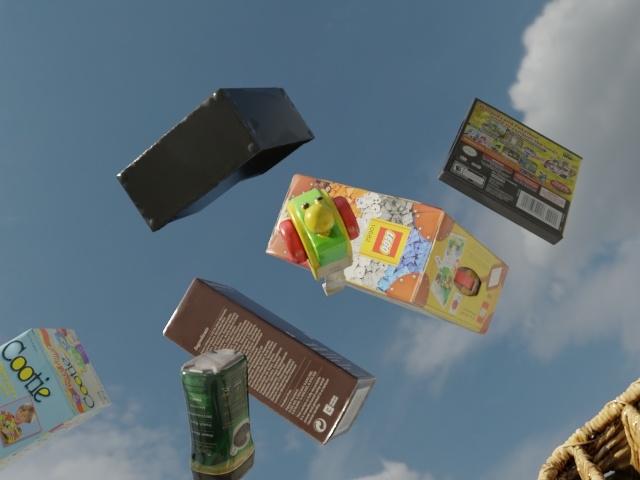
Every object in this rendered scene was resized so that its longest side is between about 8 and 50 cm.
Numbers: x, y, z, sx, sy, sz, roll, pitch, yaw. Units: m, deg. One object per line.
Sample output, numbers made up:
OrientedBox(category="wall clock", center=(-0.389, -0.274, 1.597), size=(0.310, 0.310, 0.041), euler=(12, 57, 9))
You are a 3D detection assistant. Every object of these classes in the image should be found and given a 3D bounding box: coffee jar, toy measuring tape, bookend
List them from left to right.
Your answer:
OrientedBox(category="coffee jar", center=(-0.144, 0.256, 0.892), size=(0.096, 0.079, 0.185), euler=(-22, -69, -63))
OrientedBox(category="bookend", center=(-0.108, -0.094, 0.689), size=(0.156, 0.072, 0.157), euler=(-33, 0, 24))
OrientedBox(category="toy measuring tape", center=(0.000, 0.000, 0.981), size=(0.121, 0.121, 0.330), euler=(-36, -15, -8))

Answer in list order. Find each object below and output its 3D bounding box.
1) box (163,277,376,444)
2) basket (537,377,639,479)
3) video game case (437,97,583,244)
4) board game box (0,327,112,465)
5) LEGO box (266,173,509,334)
OrientedBox(category="box", center=(-0.094, 0.229, 1.229), size=(0.143, 0.381, 0.191), euler=(-62, -17, -2))
OrientedBox(category="basket", center=(0.313, 0.251, 0.612), size=(0.213, 0.299, 0.223), euler=(-11, -94, 12))
OrientedBox(category="video game case", center=(0.403, -0.151, 1.308), size=(0.248, 0.274, 0.035), euler=(-61, 0, -34))
OrientedBox(category="board game box", center=(-0.483, 0.260, 0.926), size=(0.275, 0.144, 0.142), euler=(-30, -9, -2))
OrientedBox(category="LEGO box", center=(0.178, 0.045, 1.462), size=(0.500, 0.372, 0.193), euler=(26, -97, -56))
